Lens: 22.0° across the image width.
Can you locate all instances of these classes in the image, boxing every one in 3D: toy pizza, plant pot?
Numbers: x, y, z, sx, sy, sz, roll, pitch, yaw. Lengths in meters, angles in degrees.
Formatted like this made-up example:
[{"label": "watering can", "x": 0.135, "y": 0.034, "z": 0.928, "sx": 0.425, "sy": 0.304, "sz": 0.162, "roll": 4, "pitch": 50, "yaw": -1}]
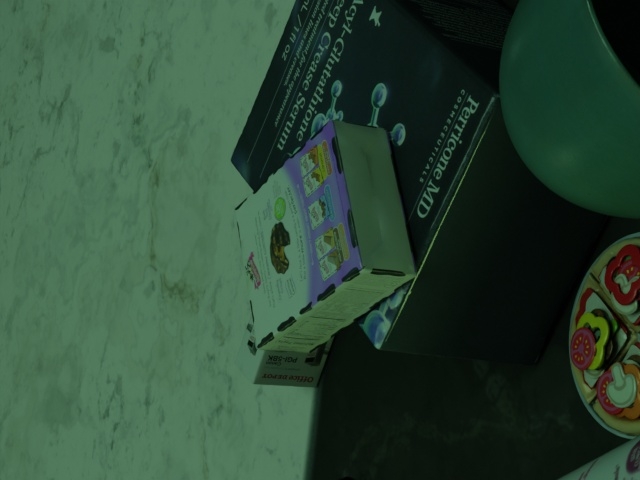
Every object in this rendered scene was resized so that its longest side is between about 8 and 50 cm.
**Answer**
[{"label": "toy pizza", "x": 0.301, "y": 0.090, "z": 1.582, "sx": 0.201, "sy": 0.032, "sz": 0.201, "roll": -17, "pitch": 69, "yaw": 55}, {"label": "plant pot", "x": 0.291, "y": -0.153, "z": 1.432, "sx": 0.235, "sy": 0.293, "sz": 0.293, "roll": 138, "pitch": 131, "yaw": -58}]

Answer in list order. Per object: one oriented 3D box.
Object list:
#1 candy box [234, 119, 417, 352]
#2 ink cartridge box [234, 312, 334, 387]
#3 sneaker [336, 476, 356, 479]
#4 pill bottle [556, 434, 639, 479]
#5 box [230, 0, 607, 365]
[{"label": "candy box", "x": 0.000, "y": 0.000, "z": 1.642, "sx": 0.196, "sy": 0.070, "sz": 0.164, "roll": -39, "pitch": 53, "yaw": 47}, {"label": "ink cartridge box", "x": -0.036, "y": 0.111, "z": 2.037, "sx": 0.056, "sy": 0.099, "sz": 0.135, "roll": 43, "pitch": 120, "yaw": 51}, {"label": "sneaker", "x": 0.026, "y": 0.379, "z": 1.904, "sx": 0.121, "sy": 0.079, "sz": 0.216, "roll": -44, "pitch": 47, "yaw": 46}, {"label": "pill bottle", "x": 0.283, "y": 0.264, "z": 1.456, "sx": 0.283, "sy": 0.160, "sz": 0.160, "roll": -41, "pitch": 51, "yaw": 46}, {"label": "box", "x": 0.111, "y": -0.100, "z": 1.751, "sx": 0.395, "sy": 0.212, "sz": 0.293, "roll": 50, "pitch": 124, "yaw": 48}]
